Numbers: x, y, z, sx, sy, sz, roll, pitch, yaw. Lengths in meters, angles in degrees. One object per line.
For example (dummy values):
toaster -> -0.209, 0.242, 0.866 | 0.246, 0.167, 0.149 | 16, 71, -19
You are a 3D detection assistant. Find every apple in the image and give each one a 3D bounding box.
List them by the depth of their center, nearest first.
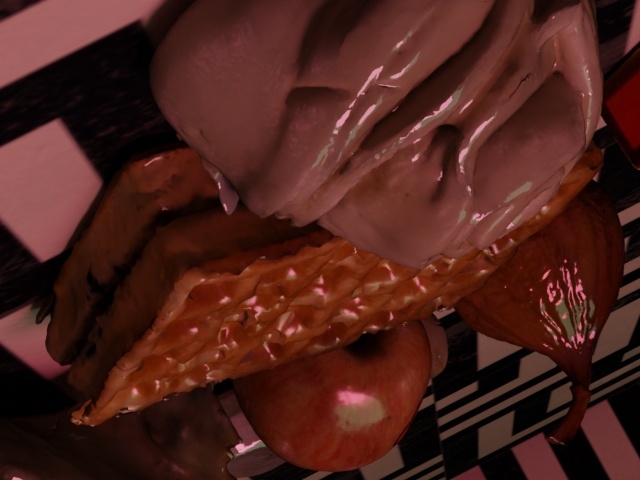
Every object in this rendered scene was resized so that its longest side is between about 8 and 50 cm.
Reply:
apple -> 0.007, 0.084, 1.166 | 0.146, 0.146, 0.131 | -20, 165, -23

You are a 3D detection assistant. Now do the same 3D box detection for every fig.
fig -> 0.179, 0.048, 1.242 | 0.134, 0.201, 0.146 | -2, 145, -37

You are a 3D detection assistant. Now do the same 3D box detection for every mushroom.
mushroom -> 0.003, 0.123, 1.381 | 0.223, 0.081, 0.092 | -26, 141, -1

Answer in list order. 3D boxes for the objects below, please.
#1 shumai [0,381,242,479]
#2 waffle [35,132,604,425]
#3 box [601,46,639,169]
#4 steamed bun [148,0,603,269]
shumai -> -0.179, 0.187, 1.155 | 0.330, 0.292, 0.288 | -39, -162, 55
waffle -> -0.001, -0.001, 0.998 | 0.308, 0.091, 0.213 | -15, 160, -33
box -> 0.319, -0.133, 1.141 | 0.240, 0.074, 0.153 | -16, 163, -38
steamed bun -> 0.045, -0.061, 0.792 | 0.211, 0.144, 0.218 | -29, 163, 7
